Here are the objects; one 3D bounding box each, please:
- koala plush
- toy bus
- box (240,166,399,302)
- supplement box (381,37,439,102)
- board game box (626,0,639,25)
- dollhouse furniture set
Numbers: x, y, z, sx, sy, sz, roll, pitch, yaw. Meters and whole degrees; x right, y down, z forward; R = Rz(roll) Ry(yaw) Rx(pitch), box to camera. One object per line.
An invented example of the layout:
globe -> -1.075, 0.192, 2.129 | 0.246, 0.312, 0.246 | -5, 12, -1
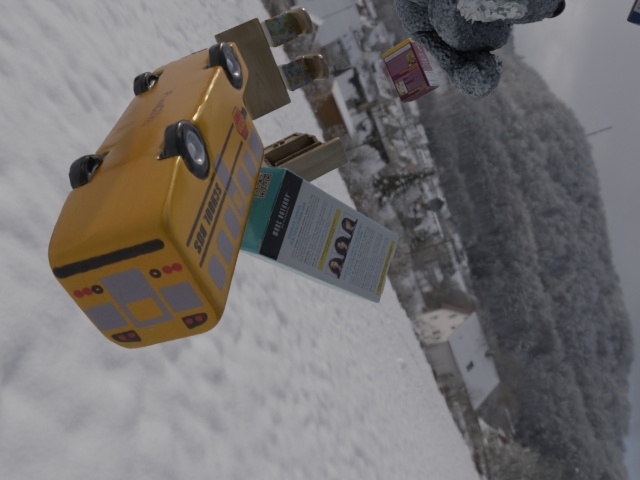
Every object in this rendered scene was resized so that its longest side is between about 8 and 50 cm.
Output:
koala plush -> 0.194, -0.292, 0.678 | 0.203, 0.196, 0.221 | 35, 3, -12
toy bus -> -0.130, -0.069, 0.572 | 0.332, 0.108, 0.130 | -85, 154, -52
box -> 0.000, 0.000, 0.757 | 0.244, 0.060, 0.100 | 27, 78, -47
supplement box -> 0.141, -0.265, 0.948 | 0.043, 0.055, 0.083 | -23, 91, -53
board game box -> 0.536, -0.381, 0.812 | 0.060, 0.194, 0.194 | 54, -35, 42
dollhouse furniture set -> -0.076, -0.215, 0.943 | 0.161, 0.212, 0.241 | 28, -36, 62
